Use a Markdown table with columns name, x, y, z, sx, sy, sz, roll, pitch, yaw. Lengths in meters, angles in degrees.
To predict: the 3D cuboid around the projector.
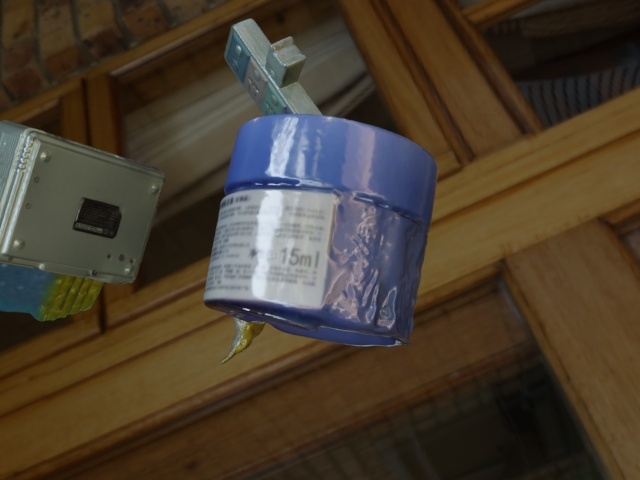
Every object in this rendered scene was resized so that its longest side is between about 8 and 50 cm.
| name | x | y | z | sx | sy | sz | roll | pitch | yaw |
| --- | --- | --- | --- | --- | --- | --- | --- | --- | --- |
| projector | -0.357 | -0.044 | 1.188 | 0.099 | 0.192 | 0.256 | 19 | -179 | 36 |

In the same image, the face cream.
| name | x | y | z | sx | sy | sz | roll | pitch | yaw |
| --- | --- | --- | --- | --- | --- | --- | --- | --- | --- |
| face cream | 0.000 | 0.000 | 0.965 | 0.249 | 0.248 | 0.225 | 48 | -127 | -73 |

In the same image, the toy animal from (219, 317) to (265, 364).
| name | x | y | z | sx | sy | sz | roll | pitch | yaw |
| --- | --- | --- | --- | --- | --- | --- | --- | --- | --- |
| toy animal | -0.127 | 0.114 | 1.282 | 0.095 | 0.155 | 0.219 | 45 | 157 | 3 |

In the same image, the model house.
| name | x | y | z | sx | sy | sz | roll | pitch | yaw |
| --- | --- | --- | --- | --- | --- | --- | --- | --- | --- |
| model house | -0.461 | -0.013 | 1.377 | 0.303 | 0.237 | 0.215 | 15 | -155 | -34 |

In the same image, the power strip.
| name | x | y | z | sx | sy | sz | roll | pitch | yaw |
| --- | --- | --- | --- | --- | --- | --- | --- | --- | --- |
| power strip | -0.057 | -0.239 | 1.219 | 0.216 | 0.061 | 0.145 | 55 | 156 | 10 |
